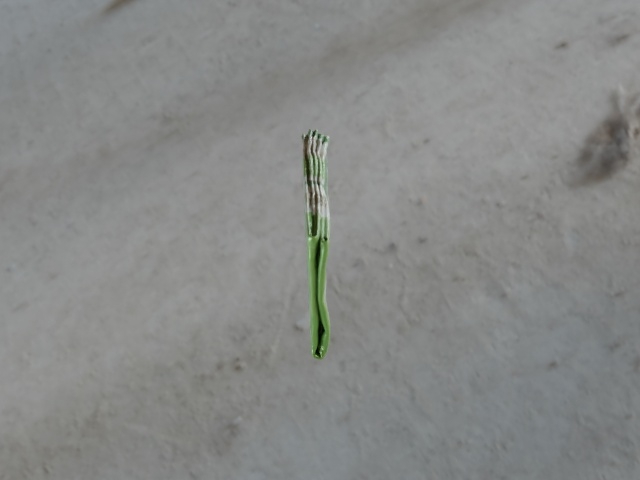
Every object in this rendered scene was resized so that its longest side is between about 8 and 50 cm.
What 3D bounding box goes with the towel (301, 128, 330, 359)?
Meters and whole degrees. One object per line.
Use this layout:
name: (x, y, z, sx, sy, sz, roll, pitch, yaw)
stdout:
towel: (0.000, 0.000, 0.853, 0.023, 0.113, 0.152, -3, 35, -1)
